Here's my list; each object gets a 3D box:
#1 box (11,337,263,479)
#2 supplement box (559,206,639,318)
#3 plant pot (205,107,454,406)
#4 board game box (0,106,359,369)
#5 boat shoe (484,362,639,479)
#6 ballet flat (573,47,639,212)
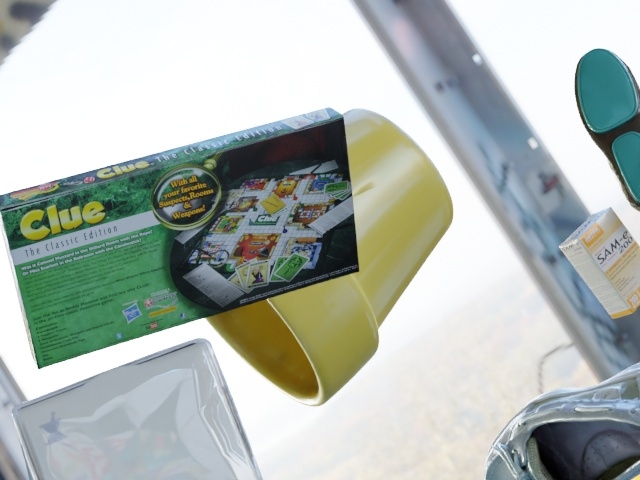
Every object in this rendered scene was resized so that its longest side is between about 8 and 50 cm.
[{"bbox_3d":[-0.142,0.189,1.017,0.148,0.121,0.311,-20,-15,-14],"label":"box"},{"bbox_3d":[0.305,0.023,1.395,0.062,0.098,0.036,-41,6,-29],"label":"supplement box"},{"bbox_3d":[0.000,0.000,1.360,0.239,0.254,0.254,-41,-1,-19],"label":"plant pot"},{"bbox_3d":[-0.098,-0.003,0.983,0.259,0.136,0.030,-16,32,-18],"label":"board game box"},{"bbox_3d":[0.265,0.218,1.388,0.103,0.118,0.320,-29,-4,-39],"label":"boat shoe"},{"bbox_3d":[0.326,-0.110,1.432,0.073,0.206,0.067,-20,-26,14],"label":"ballet flat"}]
